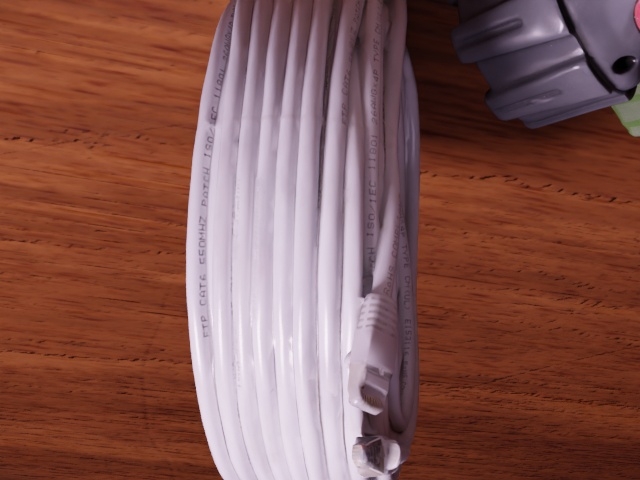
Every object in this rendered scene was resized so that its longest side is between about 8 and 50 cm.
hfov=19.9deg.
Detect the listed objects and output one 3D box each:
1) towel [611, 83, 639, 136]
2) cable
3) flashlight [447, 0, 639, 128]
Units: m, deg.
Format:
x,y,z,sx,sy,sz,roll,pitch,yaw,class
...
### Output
x,y,z,sx,sy,sz,roll,pitch,yaw,class
0.224,-0.099,0.978,0.152,0.023,0.113,-10,155,21,towel
0.000,0.000,0.869,0.089,0.257,0.257,-1,163,6,cable
0.209,-0.125,0.802,0.304,0.103,0.103,-20,156,31,flashlight
